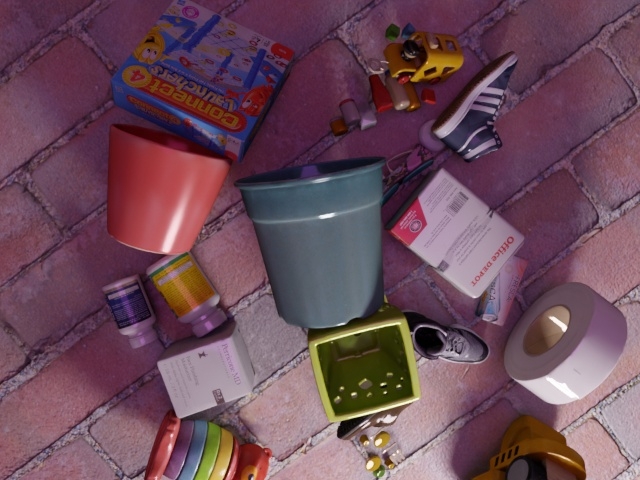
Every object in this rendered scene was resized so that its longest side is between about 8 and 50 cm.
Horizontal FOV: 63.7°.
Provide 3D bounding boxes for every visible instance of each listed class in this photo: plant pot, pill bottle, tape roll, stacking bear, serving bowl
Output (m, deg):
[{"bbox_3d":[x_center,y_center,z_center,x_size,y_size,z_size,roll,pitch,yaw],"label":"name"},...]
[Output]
[{"bbox_3d":[0.000,0.000,1.181,0.342,0.341,0.333,-9,103,-2],"label":"plant pot"},{"bbox_3d":[-0.464,0.175,1.273,0.094,0.094,0.169,-20,95,-1],"label":"pill bottle"},{"bbox_3d":[-0.323,0.128,1.264,0.118,0.117,0.208,-33,96,0],"label":"pill bottle"},{"bbox_3d":[-0.365,-0.114,1.188,0.275,0.275,0.243,17,103,-4],"label":"plant pot"},{"bbox_3d":[0.574,0.241,1.227,0.100,0.286,0.286,37,92,-5],"label":"tape roll"},{"bbox_3d":[-0.266,0.540,1.281,0.289,0.164,0.175,21,79,-14],"label":"stacking bear"},{"bbox_3d":[0.093,0.260,1.232,0.228,0.207,0.227,-13,108,-1],"label":"plant pot"},{"bbox_3d":[0.291,-0.268,1.304,0.084,0.027,0.083,0,94,-3],"label":"serving bowl"}]

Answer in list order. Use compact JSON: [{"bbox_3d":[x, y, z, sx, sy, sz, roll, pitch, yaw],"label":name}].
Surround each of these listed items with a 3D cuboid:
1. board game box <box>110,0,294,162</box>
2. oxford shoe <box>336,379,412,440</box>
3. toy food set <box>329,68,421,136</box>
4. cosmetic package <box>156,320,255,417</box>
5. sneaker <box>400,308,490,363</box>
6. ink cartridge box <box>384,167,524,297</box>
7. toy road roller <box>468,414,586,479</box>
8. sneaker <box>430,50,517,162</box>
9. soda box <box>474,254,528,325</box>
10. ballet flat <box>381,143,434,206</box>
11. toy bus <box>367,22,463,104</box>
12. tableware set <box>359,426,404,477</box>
[{"bbox_3d":[-0.256,-0.372,1.174,0.308,0.086,0.301,24,61,-4],"label":"board game box"},{"bbox_3d":[0.146,0.456,1.329,0.227,0.083,0.096,-35,103,3],"label":"oxford shoe"},{"bbox_3d":[0.124,-0.346,1.254,0.232,0.111,0.104,-20,83,0],"label":"toy food set"},{"bbox_3d":[-0.273,0.311,1.263,0.184,0.151,0.151,-19,96,-1],"label":"cosmetic package"},{"bbox_3d":[0.310,0.258,1.282,0.269,0.153,0.101,20,94,-4],"label":"sneaker"},{"bbox_3d":[0.329,-0.018,1.281,0.273,0.114,0.197,39,91,-4],"label":"ink cartridge box"},{"bbox_3d":[0.523,0.610,1.323,0.203,0.240,0.329,31,130,-5],"label":"toy road roller"},{"bbox_3d":[0.415,-0.320,1.272,0.153,0.099,0.282,43,86,-12],"label":"sneaker"},{"bbox_3d":[0.465,0.122,1.327,0.063,0.058,0.183,19,93,-4],"label":"soda box"},{"bbox_3d":[0.183,-0.161,1.292,0.221,0.077,0.079,-41,77,-4],"label":"ballet flat"},{"bbox_3d":[0.238,-0.438,1.211,0.191,0.104,0.202,35,56,-12],"label":"toy bus"},{"bbox_3d":[0.150,0.550,1.338,0.104,0.024,0.154,-37,119,-8],"label":"tableware set"}]
